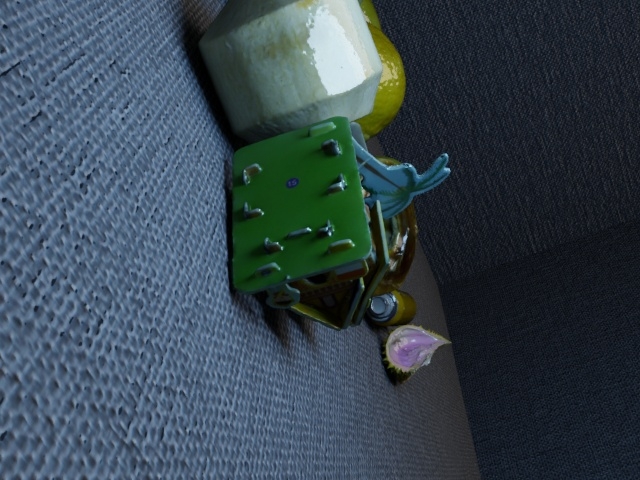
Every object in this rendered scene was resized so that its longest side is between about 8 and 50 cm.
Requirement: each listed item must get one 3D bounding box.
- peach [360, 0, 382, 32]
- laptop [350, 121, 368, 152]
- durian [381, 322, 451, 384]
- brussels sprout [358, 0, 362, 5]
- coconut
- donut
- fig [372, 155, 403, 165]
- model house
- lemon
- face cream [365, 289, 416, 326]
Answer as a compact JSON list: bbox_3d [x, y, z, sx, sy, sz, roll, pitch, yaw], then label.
[{"bbox_3d":[0.047,-0.620,2.267,0.314,0.281,0.316,-8,86,-84],"label":"peach"},{"bbox_3d":[0.007,-0.220,1.703,0.269,0.015,0.188,8,54,-36],"label":"laptop"},{"bbox_3d":[0.240,0.299,1.957,0.165,0.132,0.182,46,58,-30],"label":"durian"},{"bbox_3d":[-0.077,-0.695,1.706,0.361,0.342,0.425,51,-13,31],"label":"brussels sprout"},{"bbox_3d":[-0.057,-0.316,1.291,0.323,0.322,0.323,-20,90,-78],"label":"coconut"},{"bbox_3d":[0.095,-0.022,1.631,0.330,0.159,0.330,6,84,-61],"label":"donut"},{"bbox_3d":[0.156,-0.087,1.999,0.314,0.233,0.233,69,10,26],"label":"fig"},{"bbox_3d":[0.067,0.007,1.188,0.324,0.340,0.300,63,14,-47],"label":"model house"},{"bbox_3d":[0.071,-0.428,1.984,0.336,0.336,0.336,-20,90,-78],"label":"lemon"},{"bbox_3d":[0.186,0.179,1.994,0.348,0.105,0.105,22,49,-74],"label":"face cream"}]
